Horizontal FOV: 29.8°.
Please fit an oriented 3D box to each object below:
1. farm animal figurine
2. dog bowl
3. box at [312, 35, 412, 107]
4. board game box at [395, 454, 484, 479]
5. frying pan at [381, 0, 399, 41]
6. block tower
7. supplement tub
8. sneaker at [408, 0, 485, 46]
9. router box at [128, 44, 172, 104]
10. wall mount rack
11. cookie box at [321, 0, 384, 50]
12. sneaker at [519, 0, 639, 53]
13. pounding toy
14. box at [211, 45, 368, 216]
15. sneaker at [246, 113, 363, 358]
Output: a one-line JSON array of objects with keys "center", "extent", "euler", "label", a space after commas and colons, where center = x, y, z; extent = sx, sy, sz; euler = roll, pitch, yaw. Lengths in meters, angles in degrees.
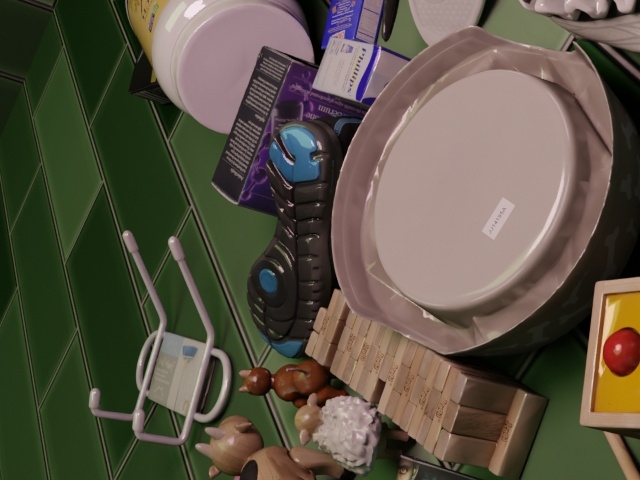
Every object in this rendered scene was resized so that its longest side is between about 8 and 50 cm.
[{"center": [-0.068, 0.298, 1.429], "extent": [0.327, 0.172, 0.330], "euler": [28, 101, 62], "label": "farm animal figurine"}, {"center": [0.168, -0.042, 1.205], "extent": [0.348, 0.102, 0.349], "euler": [-22, 58, 41], "label": "dog bowl"}, {"center": [0.080, -0.191, 1.473], "extent": [0.137, 0.126, 0.072], "euler": [30, 100, 60], "label": "box"}, {"center": [0.129, 0.300, 1.243], "extent": [0.186, 0.026, 0.126], "euler": [2, 78, 60], "label": "board game box"}, {"center": [0.114, -0.422, 1.490], "extent": [0.197, 0.053, 0.326], "euler": [83, -167, -48], "label": "frying pan"}, {"center": [0.101, 0.143, 1.302], "extent": [0.335, 0.097, 0.091], "euler": [29, 102, 59], "label": "block tower"}, {"center": [-0.154, -0.323, 1.831], "extent": [0.241, 0.241, 0.331], "euler": [-62, 31, 21], "label": "supplement tub"}, {"center": [0.175, -0.382, 1.448], "extent": [0.104, 0.147, 0.296], "euler": [9, 115, 23], "label": "sneaker"}, {"center": [-0.239, -0.414, 2.188], "extent": [0.243, 0.081, 0.309], "euler": [1, 77, 61], "label": "router box"}, {"center": [-0.252, 0.150, 1.879], "extent": [0.350, 0.130, 0.304], "euler": [6, 81, 60], "label": "wall mount rack"}, {"center": [0.048, -0.318, 1.679], "extent": [0.092, 0.040, 0.107], "euler": [1, 77, 60], "label": "cookie box"}, {"center": [0.326, -0.219, 1.087], "extent": [0.292, 0.118, 0.110], "euler": [16, 76, 42], "label": "sneaker"}, {"center": [0.269, 0.139, 1.007], "extent": [0.181, 0.094, 0.206], "euler": [-11, 66, 58], "label": "pounding toy"}, {"center": [-0.031, -0.135, 1.613], "extent": [0.108, 0.153, 0.207], "euler": [38, 110, 59], "label": "box"}, {"center": [0.000, 0.000, 1.544], "extent": [0.125, 0.139, 0.341], "euler": [32, 125, 31], "label": "sneaker"}]
